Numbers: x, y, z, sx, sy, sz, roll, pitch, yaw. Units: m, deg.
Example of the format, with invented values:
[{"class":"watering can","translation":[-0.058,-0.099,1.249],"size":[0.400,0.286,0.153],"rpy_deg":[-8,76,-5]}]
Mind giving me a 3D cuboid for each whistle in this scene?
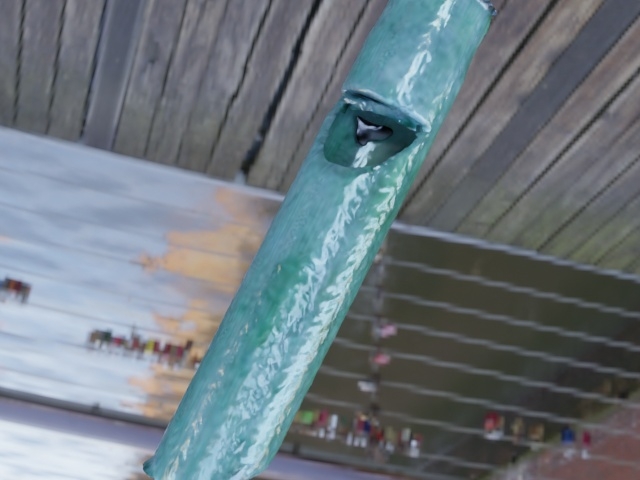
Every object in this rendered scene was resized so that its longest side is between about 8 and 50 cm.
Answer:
[{"class":"whistle","translation":[0.000,0.000,0.388],"size":[0.039,0.186,0.039],"rpy_deg":[27,177,2]}]
